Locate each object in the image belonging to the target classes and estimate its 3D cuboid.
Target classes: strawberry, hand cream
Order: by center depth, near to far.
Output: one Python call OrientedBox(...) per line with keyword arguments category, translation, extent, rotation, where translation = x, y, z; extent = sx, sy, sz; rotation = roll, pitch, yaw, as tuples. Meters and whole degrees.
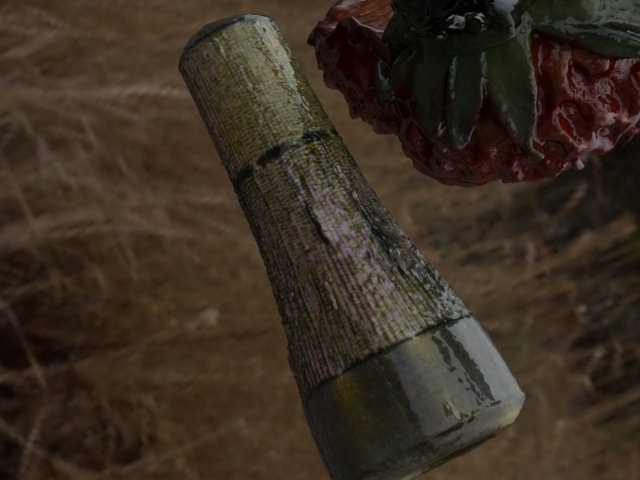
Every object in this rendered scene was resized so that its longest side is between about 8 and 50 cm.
OrientedBox(category="hand cream", translation=(0.000, 0.000, 0.681), extent=(0.203, 0.084, 0.084), rotation=(61, 3, 11))
OrientedBox(category="strawberry", translation=(0.097, -0.096, 0.739), extent=(0.106, 0.188, 0.286), rotation=(64, 16, -11))
